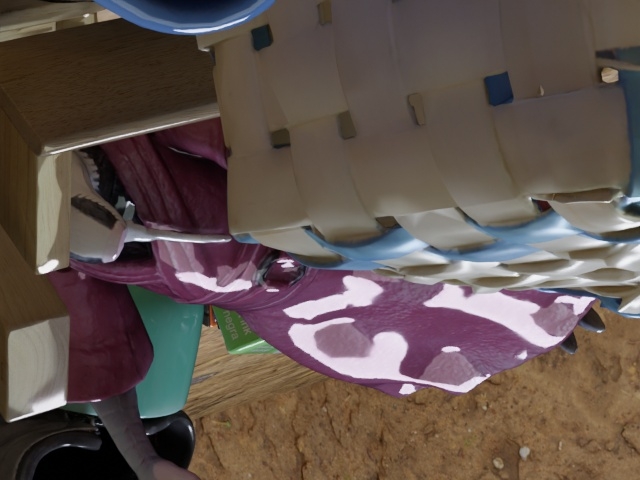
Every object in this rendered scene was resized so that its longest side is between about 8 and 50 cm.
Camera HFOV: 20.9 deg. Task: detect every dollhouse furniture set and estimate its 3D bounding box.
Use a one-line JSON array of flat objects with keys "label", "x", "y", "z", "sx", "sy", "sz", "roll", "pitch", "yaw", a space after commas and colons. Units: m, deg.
[{"label": "dollhouse furniture set", "x": -0.077, "y": -0.030, "z": 0.652, "sx": 0.123, "sy": 0.144, "sz": 0.151, "roll": -16, "pitch": 135, "yaw": -27}]

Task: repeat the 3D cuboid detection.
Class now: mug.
[{"label": "mug", "x": -0.149, "y": 0.041, "z": 1.103, "sx": 0.158, "sy": 0.097, "sz": 0.129, "roll": 20, "pitch": -167, "yaw": 37}]

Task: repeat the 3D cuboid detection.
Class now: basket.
[{"label": "basket", "x": 0.128, "y": -0.078, "z": 0.521, "sx": 0.289, "sy": 0.201, "sz": 0.255, "roll": -1, "pitch": 177, "yaw": -37}]

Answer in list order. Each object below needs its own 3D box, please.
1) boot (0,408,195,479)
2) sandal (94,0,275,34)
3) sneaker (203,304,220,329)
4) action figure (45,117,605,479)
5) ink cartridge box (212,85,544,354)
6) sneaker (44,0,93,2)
[{"label": "boot", "x": -0.178, "y": 0.126, "z": 1.177, "sx": 0.222, "sy": 0.118, "sz": 0.338, "roll": 6, "pitch": -165, "yaw": 22}, {"label": "sandal", "x": -0.043, "y": -0.096, "z": 0.313, "sx": 0.126, "sy": 0.138, "sz": 0.317, "roll": -22, "pitch": 174, "yaw": 2}, {"label": "sneaker", "x": 0.000, "y": 0.000, "z": 1.347, "sx": 0.221, "sy": 0.083, "sz": 0.087, "roll": -17, "pitch": -173, "yaw": 22}, {"label": "action figure", "x": -0.029, "y": -0.025, "z": 0.853, "sx": 0.370, "sy": 0.276, "sz": 0.248, "roll": 15, "pitch": 133, "yaw": -42}, {"label": "ink cartridge box", "x": 0.068, "y": -0.020, "z": 1.173, "sx": 0.273, "sy": 0.115, "sz": 0.198, "roll": -21, "pitch": 172, "yaw": 12}, {"label": "sneaker", "x": -0.054, "y": -0.102, "z": 0.588, "sx": 0.109, "sy": 0.040, "sz": 0.044, "roll": -17, "pitch": 174, "yaw": -12}]
